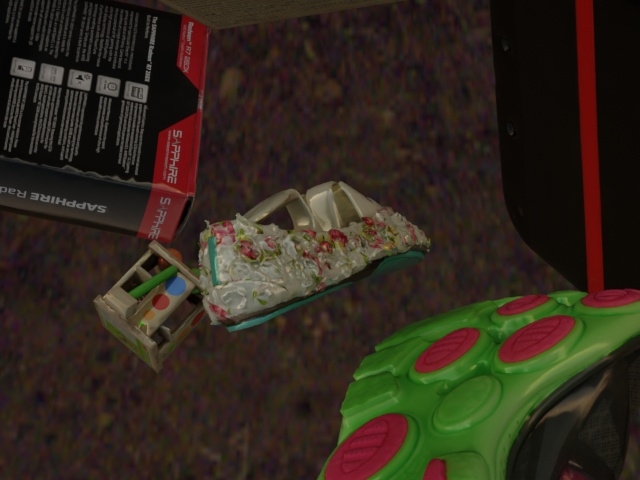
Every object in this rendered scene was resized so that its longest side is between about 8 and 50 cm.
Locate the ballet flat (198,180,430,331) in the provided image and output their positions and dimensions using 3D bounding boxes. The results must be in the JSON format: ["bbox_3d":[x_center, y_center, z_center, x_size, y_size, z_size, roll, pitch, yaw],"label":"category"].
[{"bbox_3d":[0.000,0.000,1.200,0.091,0.241,0.077,-20,88,29],"label":"ballet flat"}]

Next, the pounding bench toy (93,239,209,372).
[{"bbox_3d":[-0.107,0.035,1.182,0.052,0.065,0.083,39,164,15],"label":"pounding bench toy"}]

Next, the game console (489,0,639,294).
[{"bbox_3d":[0.266,-0.100,1.668,0.060,0.342,0.387,-21,125,-19],"label":"game console"}]

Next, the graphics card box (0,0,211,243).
[{"bbox_3d":[-0.301,-0.143,1.764,0.370,0.233,0.094,11,145,-12],"label":"graphics card box"}]

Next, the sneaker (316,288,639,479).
[{"bbox_3d":[0.102,0.178,1.112,0.185,0.483,0.202,-5,115,32],"label":"sneaker"}]

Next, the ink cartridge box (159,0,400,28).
[{"bbox_3d":[-0.007,-0.206,1.113,0.234,0.088,0.193,-6,170,21],"label":"ink cartridge box"}]
